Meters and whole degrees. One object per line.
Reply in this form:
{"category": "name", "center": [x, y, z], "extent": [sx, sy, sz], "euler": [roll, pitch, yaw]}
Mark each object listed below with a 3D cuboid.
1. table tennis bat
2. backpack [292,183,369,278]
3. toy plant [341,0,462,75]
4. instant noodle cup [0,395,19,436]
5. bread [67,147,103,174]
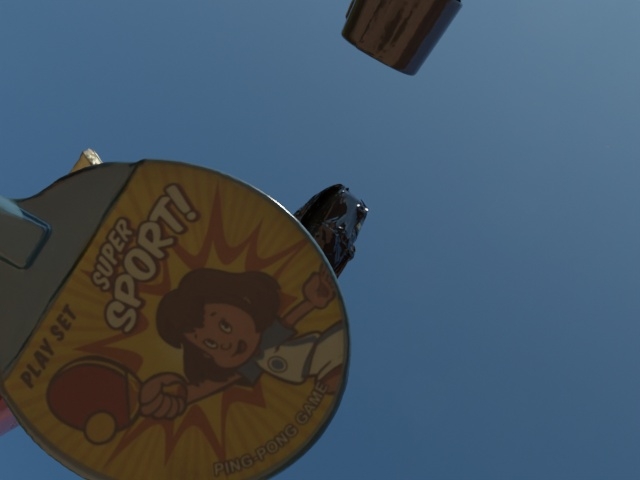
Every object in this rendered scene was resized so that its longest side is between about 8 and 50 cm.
{"category": "table tennis bat", "center": [-0.134, 0.035, 0.458], "extent": [0.329, 0.044, 0.215], "euler": [30, -101, -3]}
{"category": "backpack", "center": [0.003, -0.002, 1.027], "extent": [0.106, 0.165, 0.120], "euler": [46, -24, -13]}
{"category": "toy plant", "center": [0.178, -0.480, 1.120], "extent": [0.280, 0.185, 0.400], "euler": [21, -69, -21]}
{"category": "instant noodle cup", "center": [-0.314, 0.073, 0.772], "extent": [0.231, 0.243, 0.242], "euler": [-25, -94, -11]}
{"category": "bread", "center": [-0.319, -0.058, 1.046], "extent": [0.068, 0.028, 0.153], "euler": [-40, -97, 37]}
